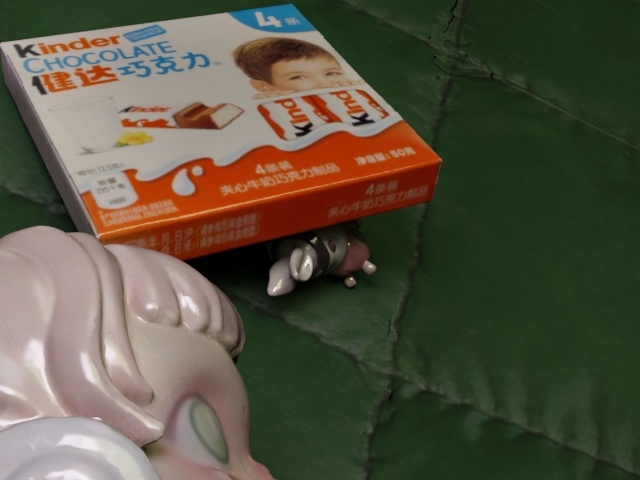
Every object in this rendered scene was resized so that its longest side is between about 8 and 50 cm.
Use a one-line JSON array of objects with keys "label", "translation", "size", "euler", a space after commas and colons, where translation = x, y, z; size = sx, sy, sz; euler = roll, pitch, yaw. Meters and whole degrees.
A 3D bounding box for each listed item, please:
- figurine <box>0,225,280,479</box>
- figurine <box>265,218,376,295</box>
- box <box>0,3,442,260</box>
[{"label": "figurine", "translation": [-0.112, 0.162, 0.444], "size": [0.211, 0.253, 0.361], "euler": [-10, 62, -16]}, {"label": "figurine", "translation": [0.007, -0.006, 0.781], "size": [0.098, 0.081, 0.146], "euler": [15, 44, -17]}, {"label": "box", "translation": [-0.086, -0.097, 0.770], "size": [0.273, 0.048, 0.265], "euler": [-15, 45, -25]}]
